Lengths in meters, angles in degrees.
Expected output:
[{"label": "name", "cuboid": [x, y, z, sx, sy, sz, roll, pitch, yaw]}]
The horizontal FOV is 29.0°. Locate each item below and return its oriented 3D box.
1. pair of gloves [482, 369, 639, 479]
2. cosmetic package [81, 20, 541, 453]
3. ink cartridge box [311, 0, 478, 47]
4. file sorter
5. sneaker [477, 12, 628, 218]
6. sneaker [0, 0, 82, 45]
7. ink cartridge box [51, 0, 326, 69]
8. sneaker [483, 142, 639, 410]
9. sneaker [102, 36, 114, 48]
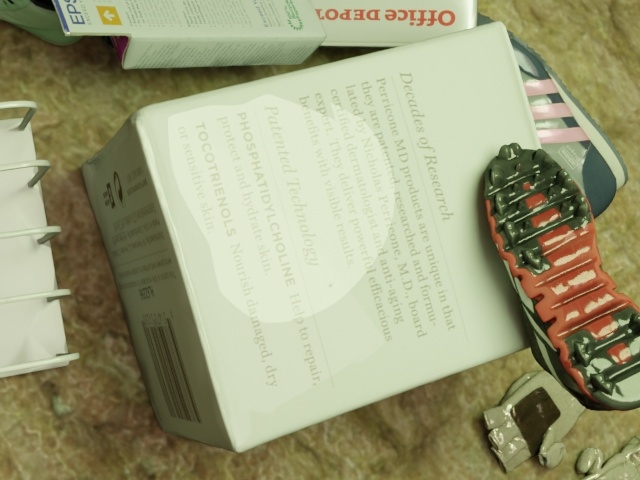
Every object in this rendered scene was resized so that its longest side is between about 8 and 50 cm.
[{"label": "pair of gloves", "cuboid": [0.320, 0.269, 1.547, 0.204, 0.042, 0.240, -28, 95, -20]}, {"label": "cosmetic package", "cuboid": [0.000, 0.000, 1.310, 0.393, 0.329, 0.328, -17, 90, -21]}, {"label": "ink cartridge box", "cuboid": [0.080, -0.364, 1.428, 0.211, 0.121, 0.289, 3, 95, 8]}, {"label": "file sorter", "cuboid": [-0.363, 0.006, 1.264, 0.192, 0.173, 0.278, -9, 87, -21]}, {"label": "sneaker", "cuboid": [0.242, -0.141, 1.527, 0.319, 0.112, 0.131, 45, 69, -9]}, {"label": "sneaker", "cuboid": [-0.357, -0.297, 1.311, 0.255, 0.151, 0.094, 21, 79, -15]}, {"label": "ink cartridge box", "cuboid": [-0.189, -0.330, 1.313, 0.330, 0.071, 0.324, -8, 66, -39]}, {"label": "sneaker", "cuboid": [0.225, 0.043, 1.164, 0.097, 0.135, 0.276, -22, 70, -8]}, {"label": "sneaker", "cuboid": [-0.224, -0.320, 1.411, 0.081, 0.080, 0.211, -12, 89, -42]}]
